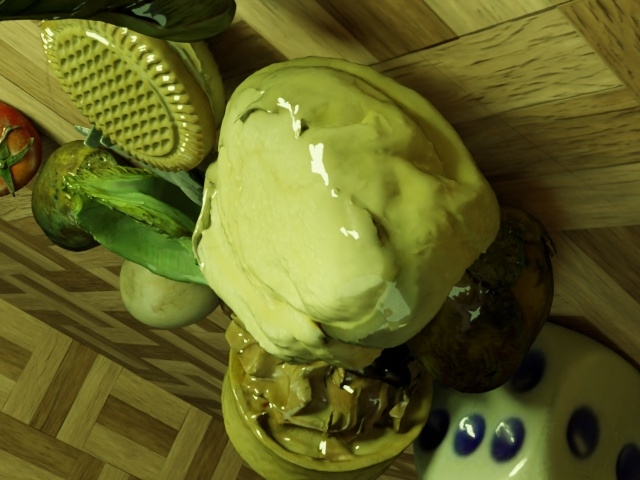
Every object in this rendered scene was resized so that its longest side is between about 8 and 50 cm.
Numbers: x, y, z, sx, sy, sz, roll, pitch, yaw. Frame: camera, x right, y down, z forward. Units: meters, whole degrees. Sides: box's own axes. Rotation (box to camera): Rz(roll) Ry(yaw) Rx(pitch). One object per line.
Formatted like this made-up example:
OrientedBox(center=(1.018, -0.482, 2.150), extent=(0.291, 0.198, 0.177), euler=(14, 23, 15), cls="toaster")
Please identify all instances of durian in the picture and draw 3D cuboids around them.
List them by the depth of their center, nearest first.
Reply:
OrientedBox(center=(-0.244, -0.005, 1.348), extent=(0.394, 0.163, 0.198), euler=(36, -168, -52), cls="durian")

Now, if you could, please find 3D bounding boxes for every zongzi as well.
OrientedBox(center=(-0.211, -0.210, 0.783), extent=(0.250, 0.274, 0.125), euler=(37, 162, -32), cls="zongzi")

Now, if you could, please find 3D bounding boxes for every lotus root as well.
OrientedBox(center=(0.202, 0.084, 1.147), extent=(0.179, 0.196, 0.397), euler=(48, 166, 20), cls="lotus root")
OrientedBox(center=(-0.400, -0.070, 1.494), extent=(0.160, 0.152, 0.275), euler=(46, 152, -6), cls="lotus root")

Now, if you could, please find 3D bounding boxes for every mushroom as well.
OrientedBox(center=(-0.268, 0.063, 1.646), extent=(0.206, 0.206, 0.209), euler=(31, 180, -17), cls="mushroom")

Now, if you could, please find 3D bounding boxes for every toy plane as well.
OrientedBox(center=(-0.205, -0.117, 1.279), extent=(0.212, 0.088, 0.267), euler=(2, 158, 47), cls="toy plane")

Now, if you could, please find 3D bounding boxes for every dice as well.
OrientedBox(center=(0.340, 0.316, 1.411), extent=(0.304, 0.304, 0.277), euler=(36, 156, -29), cls="dice")

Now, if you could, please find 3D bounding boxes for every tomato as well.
OrientedBox(center=(-0.543, -0.151, 1.468), extent=(0.167, 0.167, 0.167), euler=(21, 159, 8), cls="tomato")

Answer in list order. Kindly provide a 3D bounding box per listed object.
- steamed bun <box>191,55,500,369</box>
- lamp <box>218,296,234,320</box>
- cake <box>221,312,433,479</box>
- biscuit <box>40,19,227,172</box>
OrientedBox(center=(0.021, -0.029, 0.962), extent=(0.230, 0.325, 0.372), euler=(-10, 163, -31), cls="steamed bun")
OrientedBox(center=(-0.100, 0.079, 1.566), extent=(0.157, 0.156, 0.135), euler=(-5, 118, -10), cls="lamp")
OrientedBox(center=(0.023, 0.182, 1.328), extent=(0.332, 0.332, 0.321), euler=(23, 143, 3), cls="cake")
OrientedBox(center=(-0.212, -0.192, 1.025), extent=(0.259, 0.079, 0.259), euler=(29, 150, 19), cls="biscuit")
